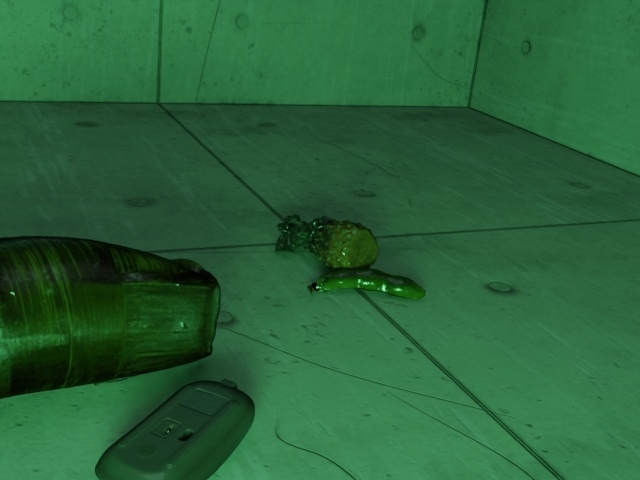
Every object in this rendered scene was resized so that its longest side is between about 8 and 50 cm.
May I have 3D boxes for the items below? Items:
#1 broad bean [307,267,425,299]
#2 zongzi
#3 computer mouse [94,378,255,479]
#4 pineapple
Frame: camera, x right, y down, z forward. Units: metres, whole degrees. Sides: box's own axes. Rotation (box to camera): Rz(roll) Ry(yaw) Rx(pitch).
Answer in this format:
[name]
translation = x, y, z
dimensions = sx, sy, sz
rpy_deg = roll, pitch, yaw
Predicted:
[broad bean]
translation = 0.085, 0.084, 1.510
dimensions = 0.226, 0.039, 0.069
rpy_deg = 0, 47, -8
[zongzi]
translation = -0.390, 0.081, 1.198
dimensions = 0.403, 0.208, 0.432
rpy_deg = -2, 12, -33
[computer mouse]
translation = -0.173, 0.246, 0.987
dimensions = 0.120, 0.057, 0.232
rpy_deg = 15, 25, 21
[pineapple]
translation = 0.000, 0.000, 1.624
dimensions = 0.237, 0.111, 0.119
rpy_deg = 16, -8, 45
